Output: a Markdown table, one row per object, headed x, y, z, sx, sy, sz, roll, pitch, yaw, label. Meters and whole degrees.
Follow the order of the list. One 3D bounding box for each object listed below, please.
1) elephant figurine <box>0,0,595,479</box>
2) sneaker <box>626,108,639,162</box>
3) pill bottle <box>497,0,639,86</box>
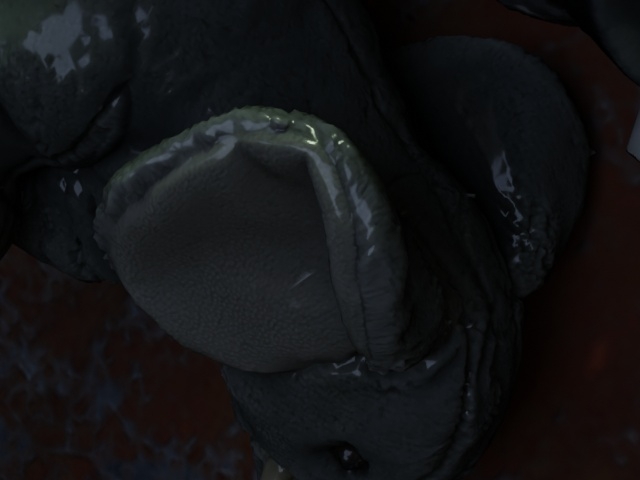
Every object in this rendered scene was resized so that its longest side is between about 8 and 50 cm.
| x | y | z | sx | sy | sz | roll | pitch | yaw | label |
| --- | --- | --- | --- | --- | --- | --- | --- | --- | --- |
| 0.000 | 0.000 | 0.503 | 0.239 | 0.186 | 0.169 | 36 | 71 | 14 | elephant figurine |
| 0.249 | -0.063 | 0.362 | 0.323 | 0.130 | 0.236 | 24 | 92 | 35 | sneaker |
| 0.061 | -0.128 | 0.410 | 0.123 | 0.123 | 0.219 | -52 | 37 | 22 | pill bottle |
